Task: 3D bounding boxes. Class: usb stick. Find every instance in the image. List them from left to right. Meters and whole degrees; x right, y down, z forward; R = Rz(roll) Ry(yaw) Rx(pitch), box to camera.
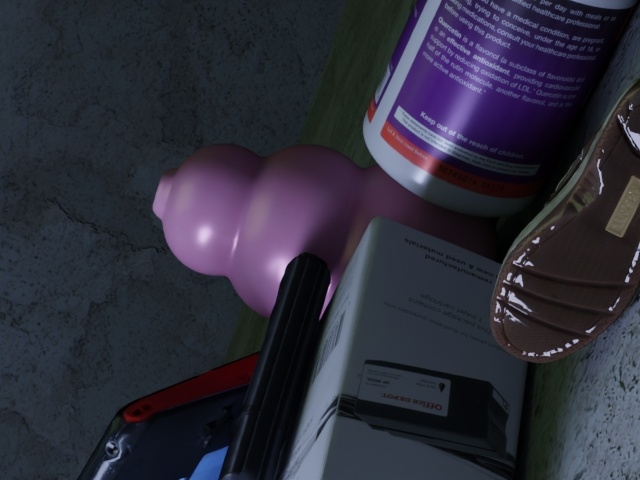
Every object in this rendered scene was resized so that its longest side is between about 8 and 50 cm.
[{"bbox_3d":[-0.040,0.126,1.548,0.077,0.045,0.278,107,180,-46],"label":"usb stick"}]

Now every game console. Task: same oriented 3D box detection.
[{"bbox_3d":[-0.174,0.281,1.716,0.386,0.060,0.342,-59,-16,20],"label":"game console"}]

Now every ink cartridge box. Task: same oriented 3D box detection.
[{"bbox_3d":[0.041,0.225,1.502,0.395,0.166,0.285,-75,9,-47],"label":"ink cartridge box"}]

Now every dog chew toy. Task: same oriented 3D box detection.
[{"bbox_3d":[0.000,0.000,1.740,0.206,0.331,0.207,-163,90,-88],"label":"dog chew toy"}]

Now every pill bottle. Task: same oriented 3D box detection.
[{"bbox_3d":[0.175,-0.193,1.623,0.181,0.181,0.323,-82,15,-61],"label":"pill bottle"}]

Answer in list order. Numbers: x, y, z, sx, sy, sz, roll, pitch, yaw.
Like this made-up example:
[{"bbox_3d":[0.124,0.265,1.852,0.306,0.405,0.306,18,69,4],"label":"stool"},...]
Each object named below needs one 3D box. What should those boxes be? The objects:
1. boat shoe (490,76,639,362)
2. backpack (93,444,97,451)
[{"bbox_3d":[0.212,-0.021,1.295,0.257,0.095,0.095,-58,-1,33],"label":"boat shoe"},{"bbox_3d":[-0.193,0.368,2.467,0.273,0.290,0.355,-37,-6,-48],"label":"backpack"}]
